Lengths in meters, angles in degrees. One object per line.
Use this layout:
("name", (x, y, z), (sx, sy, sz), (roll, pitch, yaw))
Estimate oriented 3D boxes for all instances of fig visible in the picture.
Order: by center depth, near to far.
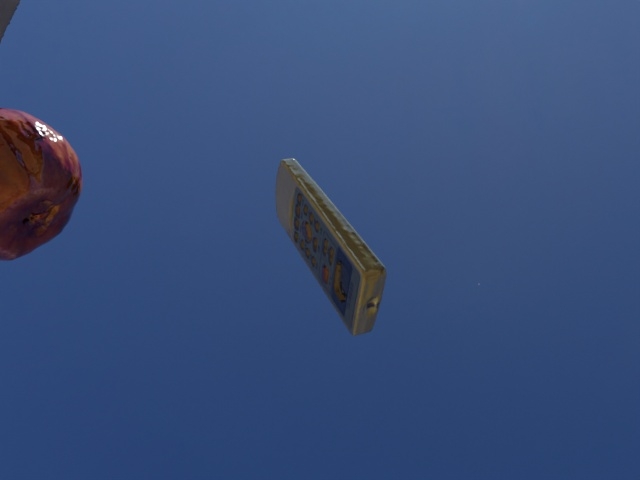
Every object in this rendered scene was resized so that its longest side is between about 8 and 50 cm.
("fig", (-0.262, -0.056, 0.511), (0.128, 0.128, 0.150), (-34, -68, 9))

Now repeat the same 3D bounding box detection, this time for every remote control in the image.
("remote control", (0.000, 0.000, 0.927), (0.038, 0.123, 0.285), (-13, -135, -25))

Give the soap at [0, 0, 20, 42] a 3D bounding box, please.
("soap", (-0.803, -0.354, 1.147), (0.350, 0.213, 0.435), (30, -75, 0))
